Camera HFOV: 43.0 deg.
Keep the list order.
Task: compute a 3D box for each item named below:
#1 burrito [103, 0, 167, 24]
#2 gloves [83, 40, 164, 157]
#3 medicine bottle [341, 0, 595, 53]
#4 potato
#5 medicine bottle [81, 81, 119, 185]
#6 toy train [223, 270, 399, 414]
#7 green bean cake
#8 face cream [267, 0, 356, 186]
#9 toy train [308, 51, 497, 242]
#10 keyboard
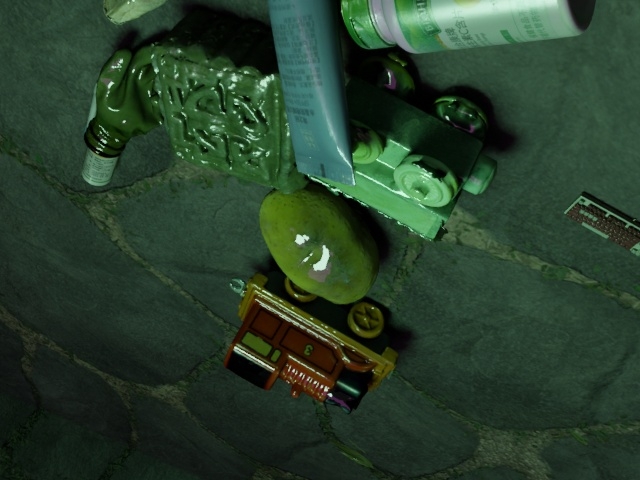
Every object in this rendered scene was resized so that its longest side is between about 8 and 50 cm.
[{"bbox_3d":[-0.260,-0.371,1.205,0.188,0.045,0.058,-12,153,41],"label":"burrito"},{"bbox_3d":[-0.312,-0.238,1.349,0.135,0.107,0.268,27,140,-26],"label":"gloves"},{"bbox_3d":[0.162,-0.286,0.928,0.274,0.133,0.133,3,137,35],"label":"medicine bottle"},{"bbox_3d":[0.000,0.000,1.400,0.169,0.143,0.248,-40,106,14],"label":"potato"},{"bbox_3d":[-0.409,-0.199,1.518,0.092,0.061,0.221,48,141,10],"label":"medicine bottle"},{"bbox_3d":[-0.035,0.197,1.589,0.369,0.232,0.163,30,148,2],"label":"toy train"},{"bbox_3d":[-0.114,-0.205,1.238,0.255,0.132,0.241,21,140,14],"label":"green bean cake"},{"bbox_3d":[-0.018,-0.260,1.014,0.135,0.086,0.385,21,125,53],"label":"face cream"},{"bbox_3d":[0.110,-0.130,1.150,0.271,0.159,0.188,28,155,3],"label":"toy train"},{"bbox_3d":[0.437,-0.013,1.171,0.166,0.017,0.055,29,145,1],"label":"keyboard"}]
